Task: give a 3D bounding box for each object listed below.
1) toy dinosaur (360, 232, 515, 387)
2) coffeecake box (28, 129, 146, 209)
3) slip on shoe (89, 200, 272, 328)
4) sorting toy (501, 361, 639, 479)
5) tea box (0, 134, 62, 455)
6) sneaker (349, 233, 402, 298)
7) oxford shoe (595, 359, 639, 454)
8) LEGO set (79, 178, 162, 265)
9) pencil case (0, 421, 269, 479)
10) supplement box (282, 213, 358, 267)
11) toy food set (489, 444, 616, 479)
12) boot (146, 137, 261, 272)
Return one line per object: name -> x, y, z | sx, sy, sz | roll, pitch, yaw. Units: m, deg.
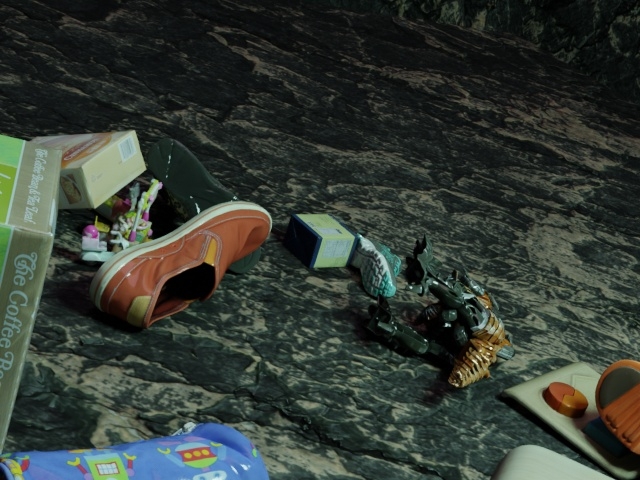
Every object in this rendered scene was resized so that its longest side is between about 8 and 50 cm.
toy dinosaur -> 0.199, 0.117, 1.851 | 0.218, 0.164, 0.322 | 32, -1, -8
coffeecake box -> -0.376, -0.102, 1.875 | 0.185, 0.068, 0.142 | -1, 26, 27
slip on shoe -> -0.173, 0.037, 1.772 | 0.101, 0.123, 0.331 | 37, 36, 20
sorting toy -> 0.433, 0.240, 1.863 | 0.229, 0.041, 0.307 | 33, 27, 31
tea box -> -0.443, 0.058, 1.241 | 0.323, 0.329, 0.220 | 12, 23, -15
sneaker -> 0.102, 0.042, 2.046 | 0.076, 0.065, 0.166 | 13, 24, -23
oxford shoe -> 0.509, 0.300, 1.657 | 0.132, 0.130, 0.364 | 17, 32, -43
LEGO set -> -0.303, -0.062, 1.911 | 0.132, 0.107, 0.287 | 9, 24, -22
pencil case -> -0.195, 0.252, 1.255 | 0.306, 0.119, 0.133 | -3, 54, -42
supplement box -> 0.000, 0.000, 2.066 | 0.083, 0.056, 0.083 | -1, 29, -38
toy food set -> 0.311, 0.373, 1.434 | 0.306, 0.092, 0.220 | 23, 34, 14
boot -> -0.181, -0.051, 1.987 | 0.236, 0.085, 0.178 | 52, -8, -3
